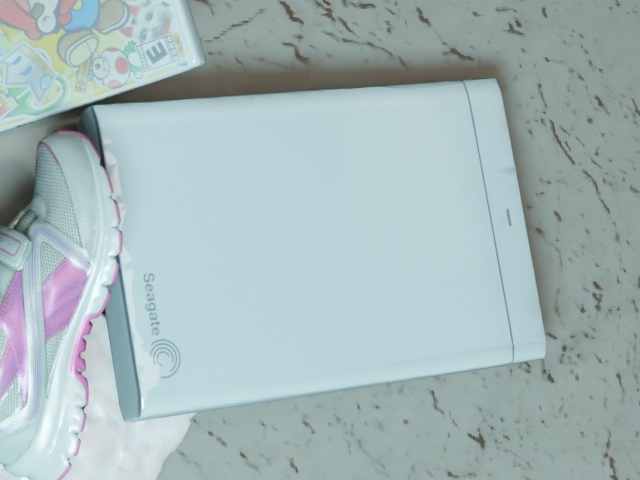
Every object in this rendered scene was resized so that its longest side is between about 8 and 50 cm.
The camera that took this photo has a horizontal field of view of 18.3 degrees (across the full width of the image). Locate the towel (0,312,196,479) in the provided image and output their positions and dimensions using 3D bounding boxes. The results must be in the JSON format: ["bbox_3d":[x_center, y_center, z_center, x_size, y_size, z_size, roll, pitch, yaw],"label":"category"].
[{"bbox_3d":[-0.290,0.156,1.430,0.317,0.053,0.332,38,73,-15],"label":"towel"}]

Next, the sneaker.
[{"bbox_3d":[-0.212,0.042,1.386,0.111,0.103,0.252,12,81,-22],"label":"sneaker"}]

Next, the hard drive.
[{"bbox_3d":[0.000,0.000,1.527,0.353,0.047,0.233,-6,83,-27],"label":"hard drive"}]

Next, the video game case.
[{"bbox_3d":[-0.212,-0.204,1.438,0.206,0.026,0.227,-17,94,15],"label":"video game case"}]
